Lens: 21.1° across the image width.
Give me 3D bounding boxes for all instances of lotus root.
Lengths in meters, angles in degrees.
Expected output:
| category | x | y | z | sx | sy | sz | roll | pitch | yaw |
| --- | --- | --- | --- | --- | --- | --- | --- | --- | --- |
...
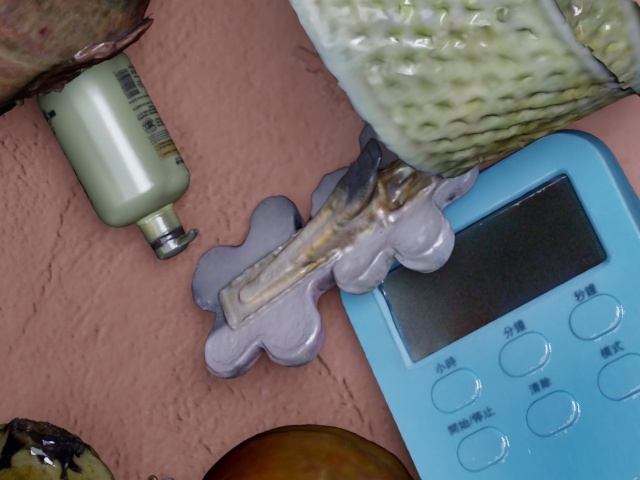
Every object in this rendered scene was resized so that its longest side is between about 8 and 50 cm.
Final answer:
| category | x | y | z | sx | sy | sz | roll | pitch | yaw |
| --- | --- | --- | --- | --- | --- | --- | --- | --- | --- |
| lotus root | -0.226 | 0.242 | 1.379 | 0.138 | 0.138 | 0.214 | 8 | 114 | 17 |

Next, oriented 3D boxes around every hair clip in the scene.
| category | x | y | z | sx | sy | sz | roll | pitch | yaw |
| --- | --- | --- | --- | --- | --- | --- | --- | --- | --- |
| hair clip | 0.004 | 0.002 | 1.258 | 0.257 | 0.075 | 0.146 | -42 | 53 | 26 |

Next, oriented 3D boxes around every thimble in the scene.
| category | x | y | z | sx | sy | sz | roll | pitch | yaw |
| --- | --- | --- | --- | --- | --- | --- | --- | --- | --- |
| thimble | 0.092 | -0.184 | 1.116 | 0.150 | 0.271 | 0.271 | -26 | 91 | 23 |

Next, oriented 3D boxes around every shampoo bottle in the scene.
| category | x | y | z | sx | sy | sz | roll | pitch | yaw |
| --- | --- | --- | --- | --- | --- | --- | --- | --- | --- |
| shampoo bottle | -0.148 | -0.060 | 1.314 | 0.079 | 0.079 | 0.162 | -27 | 91 | 21 |

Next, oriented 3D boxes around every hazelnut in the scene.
| category | x | y | z | sx | sy | sz | roll | pitch | yaw |
| --- | --- | --- | --- | --- | --- | --- | --- | --- | --- |
| hazelnut | -0.001 | 0.256 | 1.258 | 0.217 | 0.217 | 0.251 | -27 | 64 | 21 |

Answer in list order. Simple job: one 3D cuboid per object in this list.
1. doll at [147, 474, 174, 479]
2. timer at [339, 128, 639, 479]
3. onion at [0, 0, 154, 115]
| category | x | y | z | sx | sy | sz | roll | pitch | yaw |
| --- | --- | --- | --- | --- | --- | --- | --- | --- | --- |
| doll | -0.126 | 0.234 | 1.384 | 0.058 | 0.040 | 0.085 | -38 | 83 | 33 |
| timer | 0.148 | 0.071 | 1.236 | 0.232 | 0.091 | 0.250 | -32 | 83 | 22 |
| onion | -0.273 | -0.240 | 1.222 | 0.353 | 0.353 | 0.354 | 4 | 101 | 18 |
